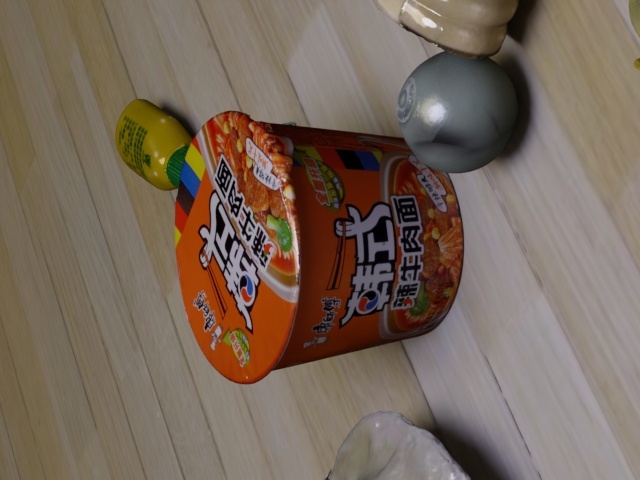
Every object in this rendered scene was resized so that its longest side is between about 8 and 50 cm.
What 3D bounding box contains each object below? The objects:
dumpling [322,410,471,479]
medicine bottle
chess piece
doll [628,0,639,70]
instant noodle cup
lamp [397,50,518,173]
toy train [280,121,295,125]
[{"bbox_3d":[0.085,0.285,1.417,0.204,0.163,0.293,-59,30,-7],"label":"dumpling"},{"bbox_3d":[-0.175,-0.096,1.881,0.260,0.064,0.095,35,125,55],"label":"medicine bottle"},{"bbox_3d":[0.145,-0.315,1.262,0.139,0.124,0.307,-70,1,-60],"label":"chess piece"},{"bbox_3d":[0.249,-0.206,1.103,0.145,0.096,0.188,-10,95,68],"label":"doll"},{"bbox_3d":[0.000,0.000,1.458,0.250,0.192,0.250,13,106,59],"label":"instant noodle cup"},{"bbox_3d":[0.116,-0.110,1.330,0.105,0.105,0.105,12,104,59],"label":"lamp"},{"bbox_3d":[-0.038,-0.079,1.675,0.056,0.038,0.093,119,137,-53],"label":"toy train"}]
